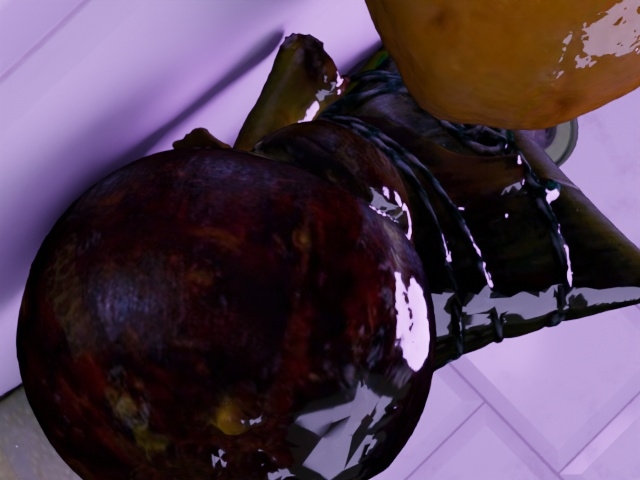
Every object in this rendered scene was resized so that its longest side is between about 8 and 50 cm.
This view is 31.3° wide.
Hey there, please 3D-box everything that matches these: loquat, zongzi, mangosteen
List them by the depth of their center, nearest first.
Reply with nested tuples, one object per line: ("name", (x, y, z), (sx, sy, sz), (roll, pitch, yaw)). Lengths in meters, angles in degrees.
("loquat", (0.115, -0.151, 0.606), (0.187, 0.176, 0.234), (-28, 173, 1))
("mangosteen", (-0.040, 0.019, 0.645), (0.231, 0.231, 0.289), (130, -20, -56))
("zongzi", (0.019, 0.042, 0.952), (0.383, 0.319, 0.362), (-23, 152, -23))

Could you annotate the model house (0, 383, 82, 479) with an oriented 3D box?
("model house", (-0.262, 0.258, 0.880), (0.195, 0.189, 0.214), (-48, 176, 23))

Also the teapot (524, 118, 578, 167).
("teapot", (0.266, -0.167, 1.910), (0.337, 0.200, 0.270), (131, -27, -65))
